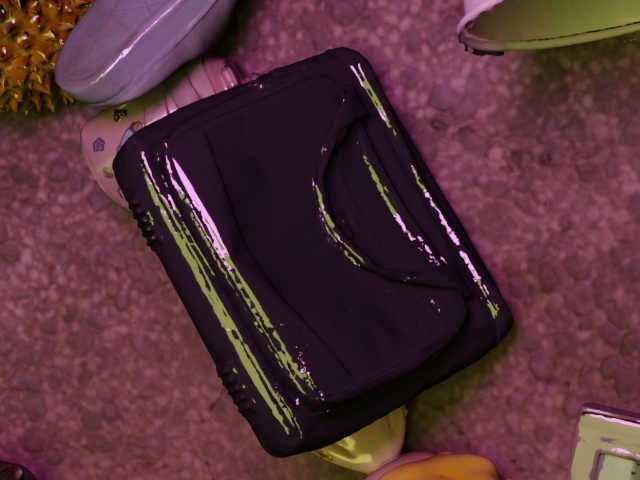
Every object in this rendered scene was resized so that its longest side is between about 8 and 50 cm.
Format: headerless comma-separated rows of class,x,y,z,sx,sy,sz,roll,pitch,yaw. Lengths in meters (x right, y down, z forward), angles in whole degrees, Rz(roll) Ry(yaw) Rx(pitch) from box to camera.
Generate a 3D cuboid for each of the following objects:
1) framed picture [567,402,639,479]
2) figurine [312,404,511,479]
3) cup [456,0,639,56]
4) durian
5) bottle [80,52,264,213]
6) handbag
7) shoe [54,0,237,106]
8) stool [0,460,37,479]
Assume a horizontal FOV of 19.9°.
framed picture,0.319,0.371,1.388,0.326,0.028,0.446,11,99,18
figurine,0.065,0.192,1.419,0.156,0.131,0.246,-31,74,-15
cup,0.190,-0.287,1.268,0.253,0.253,0.274,-15,83,20
durian,-0.240,-0.212,1.473,0.193,0.138,0.237,29,103,14
bottle,-0.110,-0.094,1.461,0.152,0.099,0.099,-30,85,19
handbag,0.000,0.000,1.370,0.275,0.244,0.088,59,147,8
shoe,-0.104,-0.192,1.440,0.103,0.100,0.251,30,75,38
stool,-0.388,0.255,1.549,0.264,0.179,0.179,7,98,18
